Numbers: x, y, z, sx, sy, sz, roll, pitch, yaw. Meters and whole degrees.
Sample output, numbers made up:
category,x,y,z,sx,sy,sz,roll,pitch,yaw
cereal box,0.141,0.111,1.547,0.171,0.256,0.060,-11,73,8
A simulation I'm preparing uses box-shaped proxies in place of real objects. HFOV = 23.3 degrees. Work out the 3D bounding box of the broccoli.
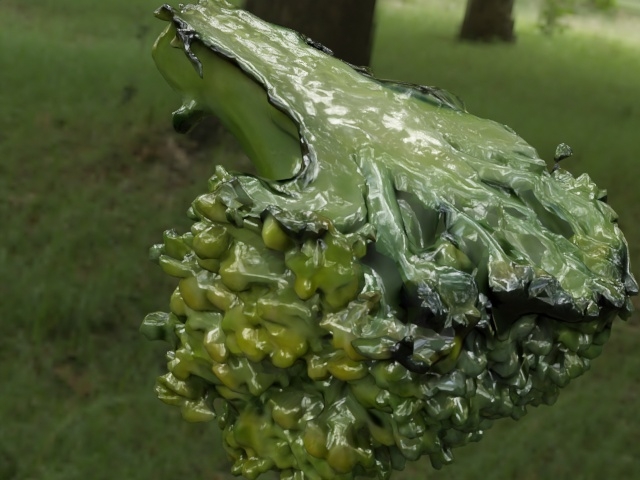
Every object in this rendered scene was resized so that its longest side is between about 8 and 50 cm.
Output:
category,x,y,z,sx,sy,sz,roll,pitch,yaw
broccoli,0.004,0.017,0.763,0.273,0.180,0.242,32,29,16
